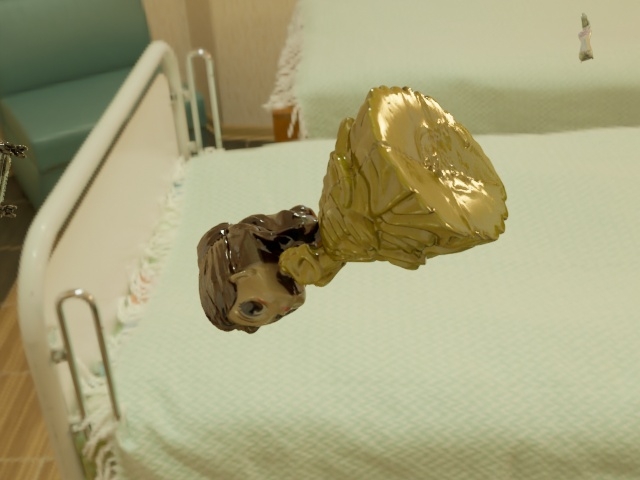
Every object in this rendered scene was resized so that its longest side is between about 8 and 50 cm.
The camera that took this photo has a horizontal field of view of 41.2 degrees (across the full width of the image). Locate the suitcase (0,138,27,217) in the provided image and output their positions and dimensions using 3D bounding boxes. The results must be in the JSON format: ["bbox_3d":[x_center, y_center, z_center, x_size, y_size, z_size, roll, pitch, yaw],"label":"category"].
[{"bbox_3d":[-0.363,-0.069,0.833,0.126,0.086,0.059,11,-1,-3],"label":"suitcase"}]

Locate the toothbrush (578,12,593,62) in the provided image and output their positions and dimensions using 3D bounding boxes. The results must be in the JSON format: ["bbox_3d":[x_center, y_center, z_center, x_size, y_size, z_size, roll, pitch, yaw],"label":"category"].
[{"bbox_3d":[0.335,-0.255,1.072,0.017,0.022,0.204,-19,20,25],"label":"toothbrush"}]

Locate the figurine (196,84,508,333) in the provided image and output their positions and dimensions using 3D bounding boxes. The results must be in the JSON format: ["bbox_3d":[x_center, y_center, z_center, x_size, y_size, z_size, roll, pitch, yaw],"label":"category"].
[{"bbox_3d":[0.002,0.004,0.831,0.315,0.168,0.187,-35,-3,33],"label":"figurine"}]
